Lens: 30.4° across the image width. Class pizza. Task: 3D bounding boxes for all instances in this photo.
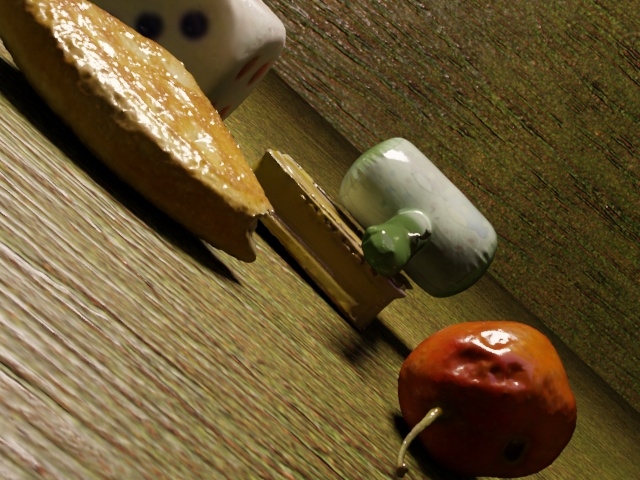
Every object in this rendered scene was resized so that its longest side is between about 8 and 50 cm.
[{"bbox_3d":[-0.179,-0.115,1.056,0.268,0.087,0.258,32,19,-51],"label":"pizza"}]

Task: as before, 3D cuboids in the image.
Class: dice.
[{"bbox_3d":[-0.165,-0.234,1.343,0.194,0.192,0.193,43,10,2],"label":"dice"}]

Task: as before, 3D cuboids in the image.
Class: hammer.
[{"bbox_3d":[0.097,-0.014,1.320,0.206,0.119,0.335,44,13,4],"label":"hammer"}]

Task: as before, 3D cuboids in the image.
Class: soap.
[{"bbox_3d":[0.001,-0.001,1.378,0.233,0.076,0.135,45,8,4],"label":"soap"}]

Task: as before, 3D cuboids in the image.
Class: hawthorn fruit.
[{"bbox_3d":[0.118,0.159,1.072,0.285,0.165,0.165,-10,51,-51],"label":"hawthorn fruit"}]
